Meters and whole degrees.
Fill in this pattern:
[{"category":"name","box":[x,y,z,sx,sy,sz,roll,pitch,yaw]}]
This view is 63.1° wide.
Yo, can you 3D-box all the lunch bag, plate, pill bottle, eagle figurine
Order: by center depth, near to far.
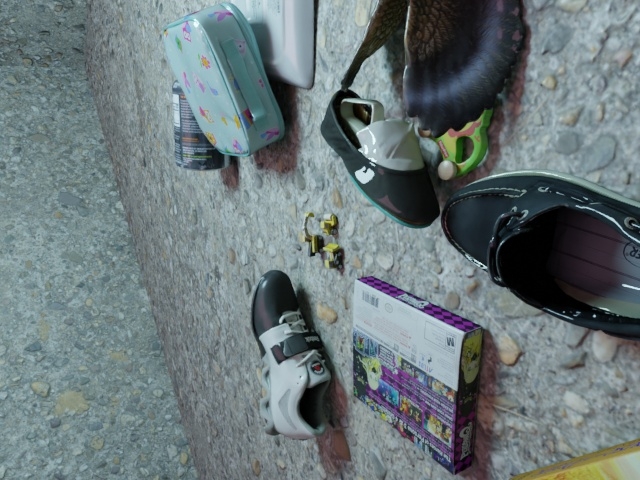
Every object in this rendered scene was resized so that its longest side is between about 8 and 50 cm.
[{"category":"eagle figurine","box":[0.099,-0.299,0.575,0.226,0.225,0.298,-75,-27,-43]},{"category":"plate","box":[-0.102,-0.430,0.948,0.278,0.045,0.277,31,127,50]},{"category":"lunch bag","box":[-0.178,-0.297,1.000,0.224,0.108,0.279,16,135,53]},{"category":"pill bottle","box":[-0.273,-0.292,1.201,0.130,0.131,0.245,32,125,51]}]

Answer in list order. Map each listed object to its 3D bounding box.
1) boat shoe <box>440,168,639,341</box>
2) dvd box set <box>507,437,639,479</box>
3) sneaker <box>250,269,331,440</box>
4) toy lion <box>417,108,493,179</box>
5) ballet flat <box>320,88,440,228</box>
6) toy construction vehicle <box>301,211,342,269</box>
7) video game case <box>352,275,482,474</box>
[{"category":"boat shoe","box":[0.220,0.012,0.491,0.340,0.113,0.127,33,127,51]},{"category":"dvd box set","box":[0.333,0.299,0.389,0.307,0.062,0.420,64,153,24]},{"category":"sneaker","box":[-0.041,0.217,1.002,0.146,0.123,0.330,-5,93,41]},{"category":"toy lion","box":[0.168,-0.135,0.621,0.096,0.034,0.100,-40,64,47]},{"category":"ballet flat","box":[0.070,-0.127,0.690,0.280,0.095,0.096,-126,36,-46]},{"category":"toy construction vehicle","box":[0.000,0.000,0.926,0.086,0.035,0.098,13,110,57]},{"category":"video game case","box":[0.128,0.183,0.760,0.232,0.042,0.210,22,117,55]}]
